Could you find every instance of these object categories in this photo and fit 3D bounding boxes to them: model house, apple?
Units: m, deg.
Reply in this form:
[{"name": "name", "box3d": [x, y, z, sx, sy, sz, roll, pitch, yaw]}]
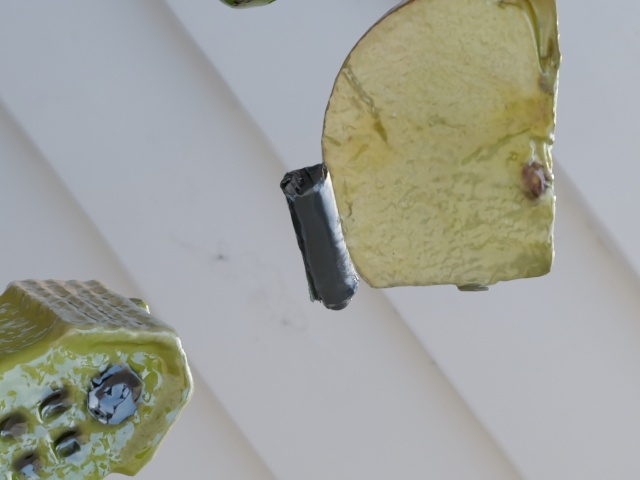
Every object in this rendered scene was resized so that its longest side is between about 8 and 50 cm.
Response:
[{"name": "model house", "box3d": [-0.234, 0.115, 1.116, 0.234, 0.175, 0.193, -32, -156, -22]}, {"name": "apple", "box3d": [0.151, -0.118, 1.341, 0.314, 0.309, 0.252, -16, -165, -38]}]

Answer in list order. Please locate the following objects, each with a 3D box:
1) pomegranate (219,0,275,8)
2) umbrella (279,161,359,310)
[{"name": "pomegranate", "box3d": [-0.051, -0.201, 0.925, 0.073, 0.073, 0.084, -37, -164, 4]}, {"name": "umbrella", "box3d": [0.002, 0.000, 0.911, 0.036, 0.133, 0.031, 1, -133, 14]}]
